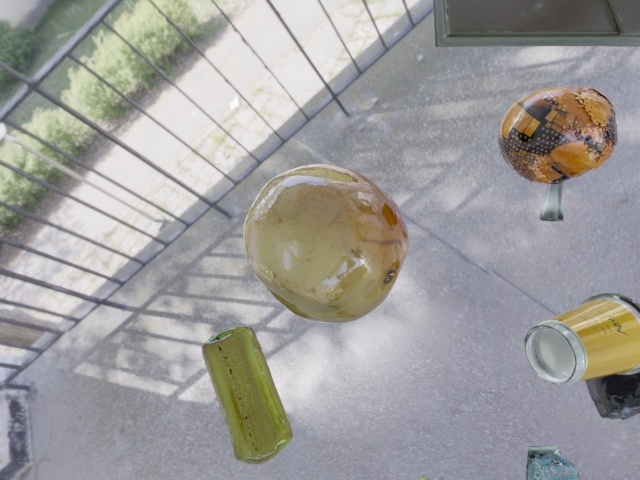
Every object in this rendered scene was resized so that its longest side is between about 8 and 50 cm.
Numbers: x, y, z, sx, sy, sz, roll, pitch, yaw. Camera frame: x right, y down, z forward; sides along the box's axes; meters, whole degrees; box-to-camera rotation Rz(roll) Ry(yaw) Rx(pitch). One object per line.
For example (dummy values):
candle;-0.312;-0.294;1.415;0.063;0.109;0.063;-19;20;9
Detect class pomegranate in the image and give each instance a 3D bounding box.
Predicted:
pomegranate;0.000;0.000;0.870;0.318;0.319;0.320;-12;63;25

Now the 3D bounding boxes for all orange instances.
orange;0.505;-0.230;1.010;0.234;0.234;0.183;3;73;31

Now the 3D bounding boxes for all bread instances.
bread;-0.209;0.426;1.317;0.166;0.112;0.384;-19;62;-15

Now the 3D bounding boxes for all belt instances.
belt;0.452;0.503;0.889;0.082;0.148;0.163;-1;102;1

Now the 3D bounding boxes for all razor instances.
razor;0.842;0.340;1.347;0.189;0.107;0.327;-24;43;24

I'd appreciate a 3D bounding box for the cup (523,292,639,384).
cup;0.617;0.233;1.073;0.196;0.279;0.197;28;122;59

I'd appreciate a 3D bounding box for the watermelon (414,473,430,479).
watermelon;0.199;0.685;1.129;0.129;0.300;0.123;41;129;32

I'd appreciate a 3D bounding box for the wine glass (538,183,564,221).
wine glass;0.700;-0.136;1.403;0.072;0.072;0.156;7;85;32

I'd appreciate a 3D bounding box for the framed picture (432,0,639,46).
framed picture;0.155;-0.241;0.289;0.188;0.260;0.023;9;55;26
